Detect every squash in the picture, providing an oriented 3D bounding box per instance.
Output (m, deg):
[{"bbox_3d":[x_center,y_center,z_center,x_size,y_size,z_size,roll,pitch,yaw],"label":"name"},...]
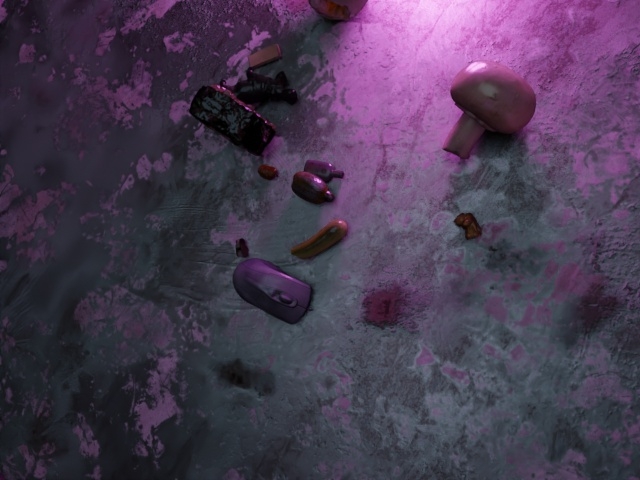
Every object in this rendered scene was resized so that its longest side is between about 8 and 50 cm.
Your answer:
[{"bbox_3d":[0.000,0.000,1.809,0.250,0.083,0.083,-32,75,14],"label":"squash"}]

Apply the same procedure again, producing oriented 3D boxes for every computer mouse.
[{"bbox_3d":[-0.202,0.197,1.824,0.370,0.122,0.188,25,91,15],"label":"computer mouse"}]

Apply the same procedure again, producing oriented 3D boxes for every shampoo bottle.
[{"bbox_3d":[0.013,-0.280,1.857,0.165,0.040,0.080,13,87,19],"label":"shampoo bottle"}]

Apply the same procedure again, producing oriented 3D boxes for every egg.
[{"bbox_3d":[0.090,-1.066,1.809,0.278,0.278,0.336,20,94,18],"label":"egg"}]

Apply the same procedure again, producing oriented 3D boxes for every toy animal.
[{"bbox_3d":[-0.268,-0.655,1.958,0.342,0.106,0.169,-5,81,12],"label":"toy animal"}]

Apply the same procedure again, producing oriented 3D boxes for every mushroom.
[{"bbox_3d":[0.567,-0.442,1.601,0.314,0.314,0.336,35,117,17],"label":"mushroom"}]

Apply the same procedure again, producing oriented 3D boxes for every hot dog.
[{"bbox_3d":[-0.224,-0.290,1.931,0.083,0.035,0.058,18,88,17],"label":"hot dog"}]

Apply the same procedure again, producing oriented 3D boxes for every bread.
[{"bbox_3d":[-0.248,-0.811,2.010,0.153,0.028,0.068,-17,78,15],"label":"bread"}]

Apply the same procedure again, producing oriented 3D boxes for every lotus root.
[{"bbox_3d":[-0.031,-0.205,1.828,0.192,0.088,0.113,30,132,18],"label":"lotus root"}]

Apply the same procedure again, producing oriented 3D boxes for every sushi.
[{"bbox_3d":[-0.357,-0.495,1.865,0.350,0.211,0.171,33,96,-13],"label":"sushi"},{"bbox_3d":[-0.336,0.034,1.927,0.046,0.044,0.083,-20,75,35],"label":"sushi"}]

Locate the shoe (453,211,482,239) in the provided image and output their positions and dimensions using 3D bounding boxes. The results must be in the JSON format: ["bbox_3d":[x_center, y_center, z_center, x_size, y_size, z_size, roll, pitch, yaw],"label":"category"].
[{"bbox_3d":[0.537,-0.055,1.657,0.069,0.072,0.109,-31,75,5],"label":"shoe"}]
